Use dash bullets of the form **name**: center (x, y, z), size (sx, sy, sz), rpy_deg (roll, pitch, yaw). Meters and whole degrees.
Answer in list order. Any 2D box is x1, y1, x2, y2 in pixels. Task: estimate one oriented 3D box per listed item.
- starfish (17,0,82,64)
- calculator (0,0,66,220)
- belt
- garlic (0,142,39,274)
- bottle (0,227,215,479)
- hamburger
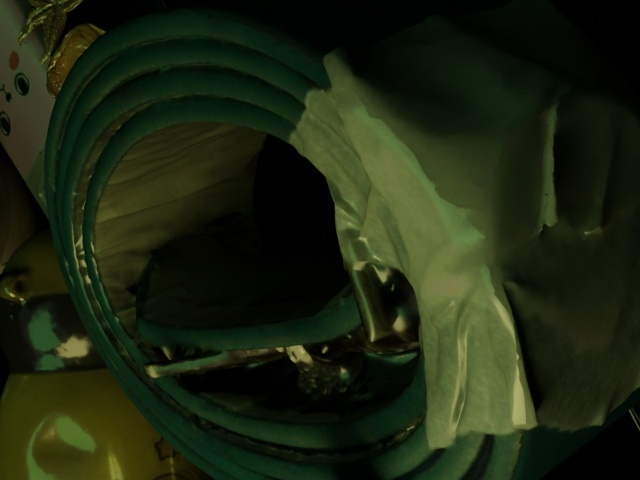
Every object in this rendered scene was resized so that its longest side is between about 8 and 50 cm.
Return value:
- **starfish**: center (-0.200, -0.178, 0.925), size (0.086, 0.016, 0.092), rpy_deg (-4, 76, 31)
- **calculator**: center (-0.232, -0.116, 1.005), size (0.246, 0.045, 0.141), rpy_deg (57, 142, 8)
- **belt**: center (-0.001, 0.000, 0.693), size (0.437, 0.173, 0.300), rpy_deg (-2, 110, 51)
- **garlic**: center (-0.390, -0.064, 1.046), size (0.241, 0.322, 0.322), rpy_deg (-36, 81, 27)
- **bottle**: center (-0.161, 0.159, 0.935), size (0.171, 0.172, 0.351), rpy_deg (-6, 90, 51)
- **hamburger**: center (-0.165, -0.120, 0.909), size (0.083, 0.044, 0.076), rpy_deg (38, 96, 18)
